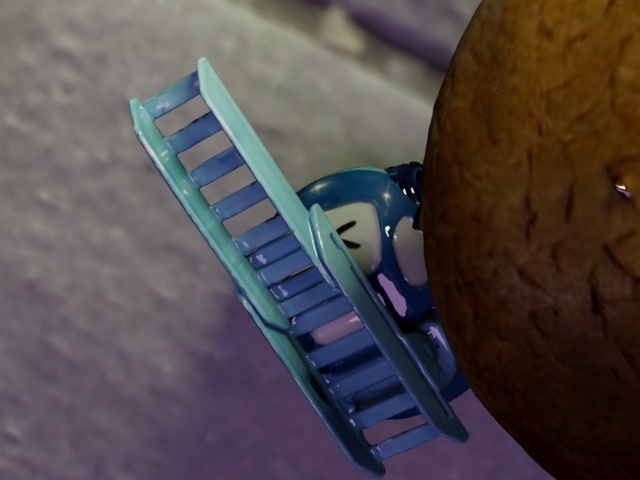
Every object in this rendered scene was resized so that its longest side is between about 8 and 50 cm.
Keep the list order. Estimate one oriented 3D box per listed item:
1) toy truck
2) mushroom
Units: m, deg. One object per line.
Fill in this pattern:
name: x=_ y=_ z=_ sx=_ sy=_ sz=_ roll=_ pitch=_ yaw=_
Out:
toy truck: x=0.000 y=0.000 z=0.510 sx=0.063 sy=0.074 sz=0.136 roll=-29 pitch=104 yaw=25
mushroom: x=0.143 y=-0.007 z=0.409 sx=0.231 sy=0.138 sz=0.194 roll=-19 pitch=83 yaw=-1
